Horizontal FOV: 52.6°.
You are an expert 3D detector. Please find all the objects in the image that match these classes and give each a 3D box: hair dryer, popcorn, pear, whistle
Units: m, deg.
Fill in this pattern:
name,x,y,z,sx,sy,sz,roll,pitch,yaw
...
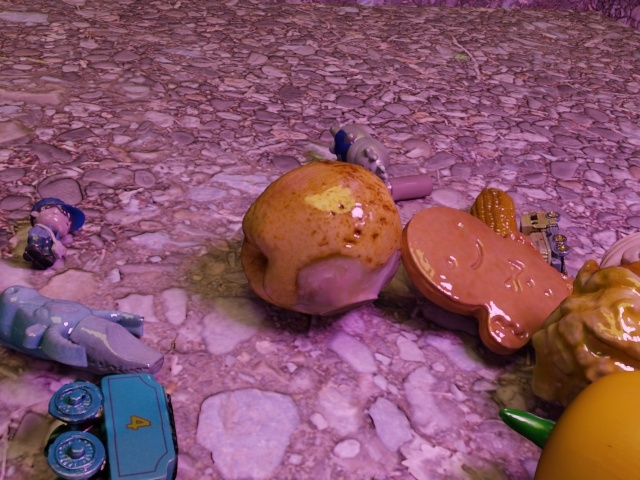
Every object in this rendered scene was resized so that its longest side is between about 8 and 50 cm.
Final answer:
name,x,y,z,sx,sy,sz,roll,pitch,yaw
hair dryer,0.124,-0.152,1.498,0.195,0.053,0.220,-7,31,-19
popcorn,0.410,0.141,0.920,0.195,0.255,0.256,46,11,20
pear,0.000,0.000,1.064,0.271,0.271,0.271,5,34,-4
whistle,-0.360,0.138,0.938,0.274,0.093,0.186,17,9,8
whistle,0.079,-0.197,1.422,0.092,0.110,0.244,-40,40,-2

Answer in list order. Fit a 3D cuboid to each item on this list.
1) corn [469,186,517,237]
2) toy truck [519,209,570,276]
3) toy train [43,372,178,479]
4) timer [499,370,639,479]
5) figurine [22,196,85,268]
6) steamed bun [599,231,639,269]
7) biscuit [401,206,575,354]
name,x,y,z,sx,sy,sz,roll,pitch,yaw
corn,0.349,-0.022,1.303,0.097,0.097,0.261,11,37,4
toy truck,0.434,0.010,1.292,0.100,0.077,0.169,-2,36,10
toy train,-0.254,0.249,0.788,0.155,0.107,0.198,2,34,-22
timer,0.332,0.263,0.751,0.285,0.285,0.285,5,34,-4
figurine,-0.482,-0.013,1.157,0.087,0.086,0.149,-25,40,24
steamed bun,0.612,0.092,1.086,0.276,0.203,0.289,21,35,13
biscuit,0.299,0.062,1.099,0.355,0.052,0.275,32,45,0
